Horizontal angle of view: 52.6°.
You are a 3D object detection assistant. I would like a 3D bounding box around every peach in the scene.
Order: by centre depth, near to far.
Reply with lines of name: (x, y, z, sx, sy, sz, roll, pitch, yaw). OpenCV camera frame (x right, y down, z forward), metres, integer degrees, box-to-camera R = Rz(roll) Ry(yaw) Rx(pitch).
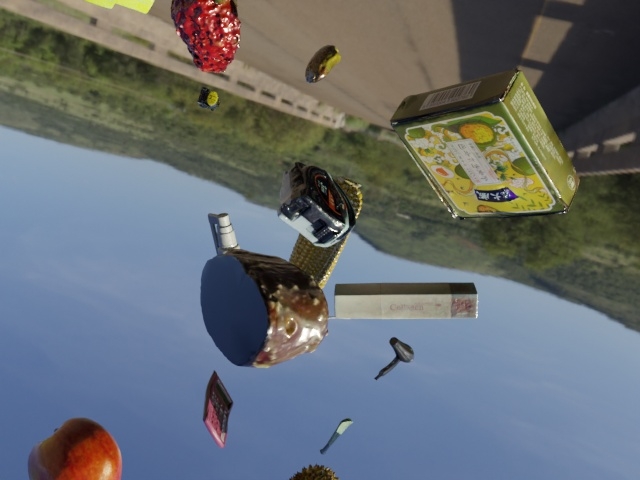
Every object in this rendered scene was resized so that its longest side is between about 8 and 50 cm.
peach: (-0.677, 0.643, 1.816, 0.281, 0.238, 0.281, 52, 173, 9)

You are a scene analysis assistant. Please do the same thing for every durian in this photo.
durian: (-0.002, 0.684, 1.730, 0.182, 0.132, 0.165, 56, -167, 5)

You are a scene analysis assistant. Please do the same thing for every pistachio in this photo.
pistachio: (0.007, -0.441, 1.572, 0.089, 0.049, 0.173, -17, -147, 29)

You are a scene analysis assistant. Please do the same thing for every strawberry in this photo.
strawberry: (-0.241, -0.421, 1.275, 0.111, 0.236, 0.190, -19, -115, -24)

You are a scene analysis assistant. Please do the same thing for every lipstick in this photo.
lipstick: (0.223, 0.159, 1.716, 0.371, 0.076, 0.080, -1, -158, 4)

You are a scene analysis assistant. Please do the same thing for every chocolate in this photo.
chocolate: (-0.113, 0.146, 1.454, 0.210, 0.225, 0.340, 0, -162, -33)

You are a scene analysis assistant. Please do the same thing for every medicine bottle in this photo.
medicine bottle: (-0.266, 0.029, 1.822, 0.092, 0.221, 0.061, 11, -151, 39)

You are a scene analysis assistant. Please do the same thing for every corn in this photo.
corn: (0.000, 0.000, 1.836, 0.144, 0.387, 0.144, 25, -178, -1)

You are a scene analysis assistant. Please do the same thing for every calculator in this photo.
calculator: (-0.283, 0.459, 1.767, 0.034, 0.126, 0.190, -15, -150, 10)

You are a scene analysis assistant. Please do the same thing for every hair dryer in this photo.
hair dryer: (0.119, 0.205, 1.101, 0.031, 0.083, 0.079, 45, 180, 44)

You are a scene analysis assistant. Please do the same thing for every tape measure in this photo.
tape measure: (-0.008, -0.072, 1.386, 0.181, 0.107, 0.182, 44, -156, -26)

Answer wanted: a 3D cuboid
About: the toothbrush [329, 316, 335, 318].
toothbrush: (0.037, 0.256, 2.138, 0.131, 0.013, 0.011, 0, -166, -2)

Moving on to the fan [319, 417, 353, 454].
fan: (0.040, 0.575, 1.898, 0.038, 0.193, 0.016, 5, -136, -28)

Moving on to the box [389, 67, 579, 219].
box: (0.453, -0.245, 1.793, 0.373, 0.138, 0.420, -3, 138, 49)

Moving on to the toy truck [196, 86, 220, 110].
toy truck: (-0.318, -0.403, 1.851, 0.054, 0.049, 0.083, 18, 179, -3)

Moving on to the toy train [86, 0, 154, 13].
toy train: (-0.591, -0.766, 1.698, 0.442, 0.272, 0.179, 8, -127, -42)
